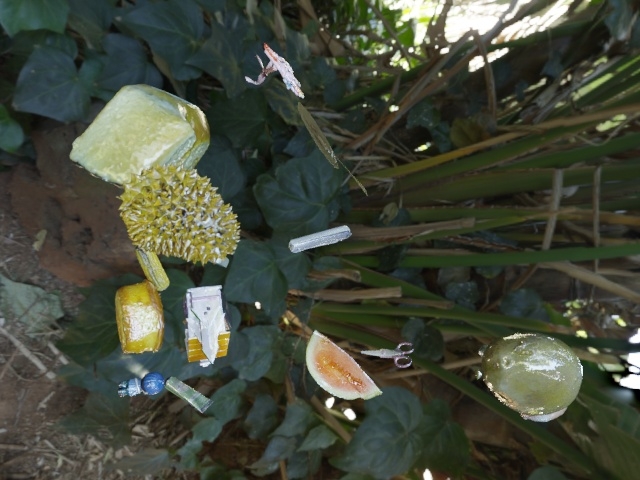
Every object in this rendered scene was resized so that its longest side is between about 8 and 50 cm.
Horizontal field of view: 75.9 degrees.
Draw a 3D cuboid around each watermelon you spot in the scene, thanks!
[{"bbox_3d":[0.041,0.428,1.357,0.128,0.303,0.159,-46,-175,-17],"label":"watermelon"}]

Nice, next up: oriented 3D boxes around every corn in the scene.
[{"bbox_3d":[-0.649,0.100,1.580,0.203,0.071,0.072,67,25,-8],"label":"corn"}]

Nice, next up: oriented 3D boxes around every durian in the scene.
[{"bbox_3d":[-0.262,-0.051,0.802,0.249,0.137,0.183,19,91,-35],"label":"durian"}]

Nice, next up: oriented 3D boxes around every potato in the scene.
[{"bbox_3d":[0.428,0.270,0.843,0.234,0.160,0.178,26,101,-26],"label":"potato"}]

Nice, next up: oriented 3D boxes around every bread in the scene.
[{"bbox_3d":[-0.641,0.271,1.452,0.145,0.268,0.269,-4,92,-33],"label":"bread"},{"bbox_3d":[-0.435,-0.267,1.064,0.264,0.239,0.395,-59,-166,3],"label":"bread"}]

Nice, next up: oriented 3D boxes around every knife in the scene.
[{"bbox_3d":[0.000,-0.002,1.578,0.041,0.265,0.073,59,-32,29],"label":"knife"}]

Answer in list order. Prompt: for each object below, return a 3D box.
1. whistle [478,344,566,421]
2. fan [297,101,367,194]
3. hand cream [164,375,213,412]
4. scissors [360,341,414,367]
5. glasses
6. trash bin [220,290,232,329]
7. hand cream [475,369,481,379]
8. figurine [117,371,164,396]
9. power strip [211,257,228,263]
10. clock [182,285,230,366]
[{"bbox_3d":[0.622,0.442,1.273,0.347,0.189,0.189,34,42,-11],"label":"whistle"},{"bbox_3d":[0.025,-0.264,1.204,0.415,0.012,0.233,56,0,39],"label":"fan"},{"bbox_3d":[-0.586,0.667,1.799,0.055,0.235,0.086,-67,168,18],"label":"hand cream"},{"bbox_3d":[0.209,0.360,1.305,0.022,0.175,0.086,56,41,-37],"label":"scissors"},{"bbox_3d":[-0.120,-0.454,1.141,0.162,0.095,0.256,35,23,-24],"label":"glasses"},{"bbox_3d":[-0.525,0.358,1.996,0.226,0.165,0.115,88,-8,-55],"label":"trash bin"},{"bbox_3d":[0.562,0.478,1.465,0.102,0.022,0.035,38,61,-63],"label":"hand cream"},{"bbox_3d":[-0.618,0.496,1.420,0.087,0.149,0.086,95,-13,-45],"label":"figurine"},{"bbox_3d":[-0.444,0.066,1.675,0.270,0.117,0.046,131,-18,-80],"label":"power strip"},{"bbox_3d":[-0.469,0.357,1.684,0.235,0.165,0.310,148,-64,-63],"label":"clock"}]
